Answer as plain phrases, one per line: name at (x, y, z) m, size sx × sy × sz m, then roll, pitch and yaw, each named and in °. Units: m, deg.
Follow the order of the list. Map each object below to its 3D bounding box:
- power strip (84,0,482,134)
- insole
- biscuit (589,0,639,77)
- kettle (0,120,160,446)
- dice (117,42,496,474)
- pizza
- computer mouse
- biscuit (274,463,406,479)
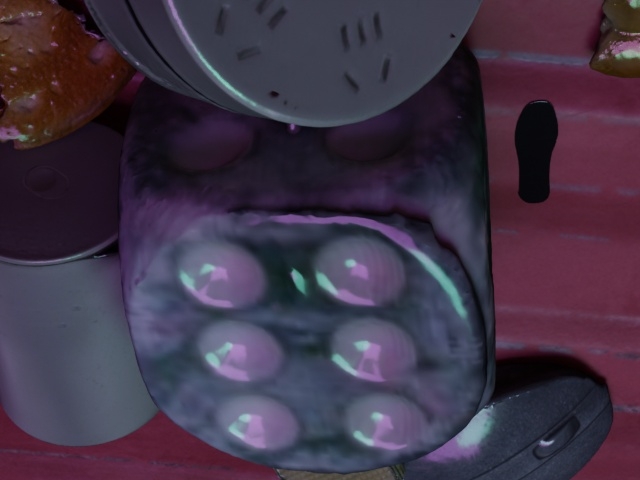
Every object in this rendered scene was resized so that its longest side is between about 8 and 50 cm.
power strip at (-0.023, -0.255, 1.170) m, size 0.357 × 0.161 × 0.358 m, roll -11°, pitch 109°, yaw -33°
insole at (0.225, -0.091, 1.520) m, size 0.045 × 0.002 × 0.135 m, roll 0°, pitch 131°, yaw 7°
biscuit at (0.338, -0.273, 1.325) m, size 0.154 × 0.045 × 0.299 m, roll 2°, pitch 132°, yaw 2°
kettle at (-0.275, 0.027, 1.535) m, size 0.205 × 0.265 × 0.318 m, roll -16°, pitch 142°, yaw -11°
dice at (0.000, 0.000, 1.392) m, size 0.330 × 0.348 × 0.328 m, roll -4°, pitch 129°, yaw 6°
pizza at (-0.290, -0.190, 1.419) m, size 0.154 × 0.069 × 0.194 m, roll -37°, pitch 100°, yaw -12°
computer mouse at (0.176, 0.263, 1.760) m, size 0.374 × 0.114 × 0.203 m, roll -23°, pitch 125°, yaw 21°
biscuit at (-0.016, 0.201, 1.703) m, size 0.147 × 0.046 × 0.250 m, roll -29°, pitch 97°, yaw 28°
